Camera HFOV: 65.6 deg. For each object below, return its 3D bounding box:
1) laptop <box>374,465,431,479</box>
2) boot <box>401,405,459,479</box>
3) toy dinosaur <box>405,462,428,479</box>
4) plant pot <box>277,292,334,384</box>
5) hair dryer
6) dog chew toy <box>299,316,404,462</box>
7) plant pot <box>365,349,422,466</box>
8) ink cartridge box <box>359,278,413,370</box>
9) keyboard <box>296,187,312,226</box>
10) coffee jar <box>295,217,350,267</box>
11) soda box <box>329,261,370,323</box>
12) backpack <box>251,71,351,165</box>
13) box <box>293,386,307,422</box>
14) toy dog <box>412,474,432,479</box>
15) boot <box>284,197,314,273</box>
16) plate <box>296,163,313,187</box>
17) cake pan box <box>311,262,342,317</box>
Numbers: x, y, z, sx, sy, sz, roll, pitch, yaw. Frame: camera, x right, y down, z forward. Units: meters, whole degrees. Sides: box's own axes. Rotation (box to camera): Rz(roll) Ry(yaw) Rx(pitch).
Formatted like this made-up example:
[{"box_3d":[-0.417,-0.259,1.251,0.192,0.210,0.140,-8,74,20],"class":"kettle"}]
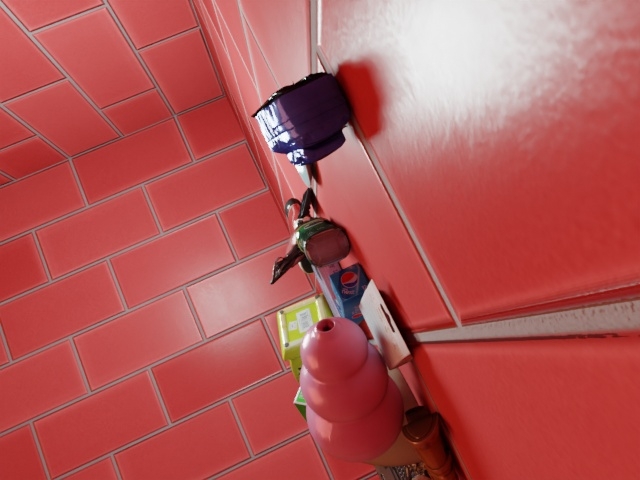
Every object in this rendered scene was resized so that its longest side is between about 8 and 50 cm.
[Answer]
[{"box_3d":[0.272,0.781,1.649,0.137,0.264,0.234,17,-144,-45],"class":"laptop"},{"box_3d":[0.217,0.403,0.933,0.152,0.073,0.197,66,-173,10],"class":"boot"},{"box_3d":[0.264,0.651,1.397,0.118,0.064,0.268,68,155,17],"class":"toy dinosaur"},{"box_3d":[-0.017,0.321,1.666,0.228,0.227,0.207,-103,-13,-46],"class":"plant pot"},{"box_3d":[-0.087,0.030,1.457,0.080,0.223,0.293,41,173,7],"class":"hair dryer"},{"box_3d":[0.051,0.290,0.999,0.206,0.207,0.331,-123,13,-56],"class":"dog chew toy"},{"box_3d":[0.134,0.440,1.236,0.284,0.191,0.283,155,90,-84],"class":"plant pot"},{"box_3d":[0.127,0.152,0.912,0.179,0.045,0.145,102,145,-66],"class":"ink cartridge box"},{"box_3d":[-0.043,-0.083,1.343,0.180,0.023,0.108,176,107,-85],"class":"keyboard"},{"box_3d":[0.000,0.000,1.114,0.184,0.096,0.079,-133,22,-75],"class":"coffee jar"},{"box_3d":[0.070,0.126,1.109,0.210,0.071,0.067,77,167,-64],"class":"soda box"},{"box_3d":[-0.013,-0.152,0.623,0.101,0.098,0.120,57,163,-8],"class":"backpack"},{"box_3d":[0.050,0.454,1.482,0.231,0.127,0.261,-64,-35,-39],"class":"box"},{"box_3d":[0.239,0.637,0.954,0.160,0.220,0.333,99,150,-51],"class":"toy dog"},{"box_3d":[-0.060,-0.019,1.681,0.176,0.089,0.244,-120,16,-49],"class":"boot"},{"box_3d":[-0.052,-0.207,1.099,0.188,0.024,0.188,156,90,-84],"class":"plate"},{"box_3d":[0.044,0.150,1.492,0.267,0.070,0.245,86,161,-74],"class":"cake pan box"}]
